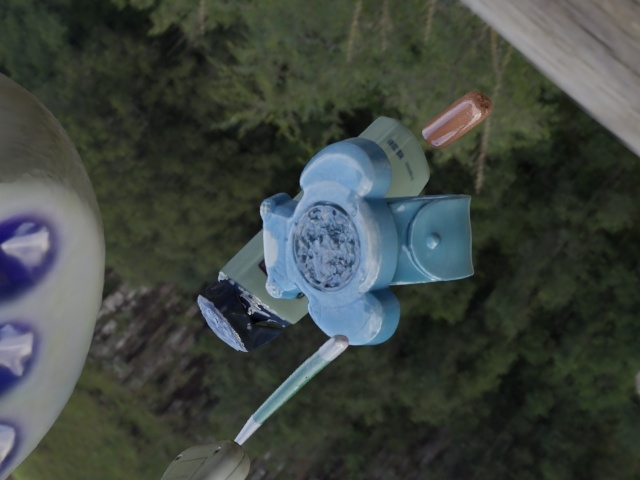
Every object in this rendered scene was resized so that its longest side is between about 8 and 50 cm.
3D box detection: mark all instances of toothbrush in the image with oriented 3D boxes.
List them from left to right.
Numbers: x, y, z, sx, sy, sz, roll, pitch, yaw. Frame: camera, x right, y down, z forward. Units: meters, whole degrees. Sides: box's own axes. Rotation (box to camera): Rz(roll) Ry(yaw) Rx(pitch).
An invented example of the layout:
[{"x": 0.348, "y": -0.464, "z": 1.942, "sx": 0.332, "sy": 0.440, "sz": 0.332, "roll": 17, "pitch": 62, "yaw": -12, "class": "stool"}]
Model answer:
[{"x": -0.049, "y": 0.160, "z": 1.067, "sx": 0.018, "sy": 0.024, "sz": 0.257, "roll": 16, "pitch": 135, "yaw": -30, "class": "toothbrush"}]

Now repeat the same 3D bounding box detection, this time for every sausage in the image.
[{"x": 0.143, "y": -0.127, "z": 1.171, "sx": 0.034, "sy": 0.034, "sz": 0.083, "roll": 44, "pitch": 130, "yaw": -14, "class": "sausage"}]

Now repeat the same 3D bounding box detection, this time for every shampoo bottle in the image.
[{"x": 0.000, "y": 0.000, "z": 1.440, "sx": 0.078, "sy": 0.359, "sz": 0.134, "roll": 20, "pitch": 147, "yaw": 47, "class": "shampoo bottle"}]

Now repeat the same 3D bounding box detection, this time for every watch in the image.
[{"x": 0.061, "y": -0.003, "z": 1.186, "sx": 0.211, "sy": 0.211, "sz": 0.193, "roll": 30, "pitch": -156, "yaw": 36, "class": "watch"}]

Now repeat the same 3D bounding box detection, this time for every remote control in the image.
[{"x": -0.099, "y": 0.186, "z": 0.756, "sx": 0.074, "sy": 0.122, "sz": 0.032, "roll": -21, "pitch": 112, "yaw": 48, "class": "remote control"}]

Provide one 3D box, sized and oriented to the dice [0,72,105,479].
[{"x": -0.346, "y": 0.023, "z": 0.707, "sx": 0.304, "sy": 0.277, "sz": 0.304, "roll": 30, "pitch": -154, "yaw": 28, "class": "dice"}]
